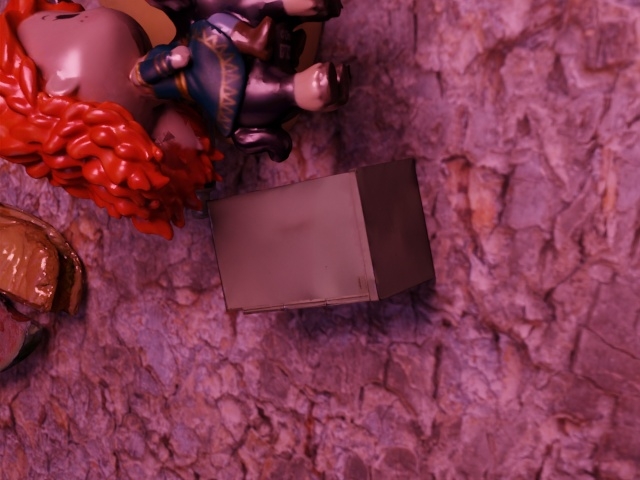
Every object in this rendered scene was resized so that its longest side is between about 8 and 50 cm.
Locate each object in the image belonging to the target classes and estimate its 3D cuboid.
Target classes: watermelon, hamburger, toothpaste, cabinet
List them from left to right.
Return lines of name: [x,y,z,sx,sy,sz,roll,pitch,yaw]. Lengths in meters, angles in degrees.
watermelon: [-0.478,0.129,1.538,0.187,0.071,0.139,-25,78,40]
hamburger: [-0.454,0.017,1.479,0.262,0.124,0.130,21,90,22]
toothpaste: [-0.145,-0.132,1.193,0.062,0.037,0.216,10,107,33]
cabinet: [0.000,0.000,1.181,0.206,0.145,0.150,-9,94,32]

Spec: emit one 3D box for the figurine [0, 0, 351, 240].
figurine: [-0.167,-0.185,1.058,0.412,0.241,0.306,-33,104,20]

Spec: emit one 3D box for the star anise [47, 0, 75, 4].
star anise: [-0.274,-0.224,1.316,0.272,0.102,0.272,40,158,20]

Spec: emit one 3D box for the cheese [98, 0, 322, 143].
cheese: [-0.104,-0.350,1.205,0.384,0.104,0.383,6,103,31]
